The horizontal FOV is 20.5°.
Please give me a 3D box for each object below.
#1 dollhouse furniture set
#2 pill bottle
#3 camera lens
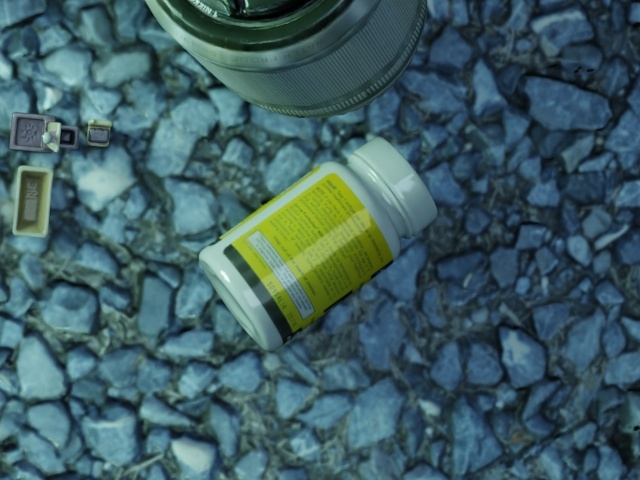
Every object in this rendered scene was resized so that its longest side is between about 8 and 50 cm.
[{"bbox_3d":[-0.237,-0.056,1.616,0.091,0.081,0.114,5,95,-17],"label":"dollhouse furniture set"},{"bbox_3d":[0.000,0.000,1.673,0.208,0.119,0.119,-36,105,-9],"label":"pill bottle"},{"bbox_3d":[-0.026,-0.230,1.527,0.219,0.274,0.219,-2,81,12],"label":"camera lens"}]
